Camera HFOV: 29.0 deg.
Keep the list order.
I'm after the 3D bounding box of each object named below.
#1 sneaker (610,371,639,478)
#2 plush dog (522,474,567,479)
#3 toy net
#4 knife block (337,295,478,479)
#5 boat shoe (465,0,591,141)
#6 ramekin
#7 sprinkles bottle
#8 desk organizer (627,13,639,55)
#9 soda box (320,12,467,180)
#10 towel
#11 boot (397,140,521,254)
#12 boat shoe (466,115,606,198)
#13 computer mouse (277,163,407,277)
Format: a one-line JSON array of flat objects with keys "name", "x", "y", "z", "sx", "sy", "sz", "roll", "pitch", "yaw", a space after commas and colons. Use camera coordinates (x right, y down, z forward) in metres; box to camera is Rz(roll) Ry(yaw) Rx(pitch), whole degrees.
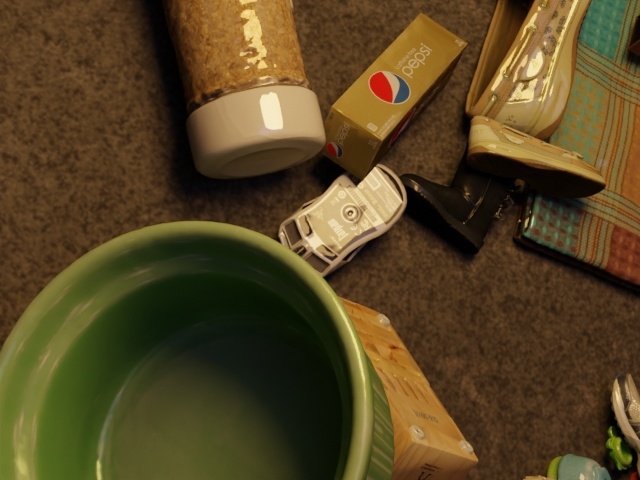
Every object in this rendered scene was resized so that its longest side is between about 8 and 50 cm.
[{"name": "sneaker", "x": 0.330, "y": 0.188, "z": 1.210, "sx": 0.052, "sy": 0.058, "sz": 0.135, "roll": 3, "pitch": 63, "yaw": -64}, {"name": "plush dog", "x": 0.148, "y": 0.357, "z": 1.055, "sx": 0.225, "sy": 0.210, "sz": 0.262, "roll": -2, "pitch": 47, "yaw": -9}, {"name": "toy net", "x": 0.298, "y": 0.302, "z": 1.189, "sx": 0.122, "sy": 0.045, "sz": 0.232, "roll": -19, "pitch": 85, "yaw": -56}, {"name": "knife block", "x": 0.004, "y": 0.213, "z": 1.059, "sx": 0.088, "sy": 0.242, "sz": 0.276, "roll": 25, "pitch": 23, "yaw": -42}, {"name": "boat shoe", "x": 0.216, "y": -0.239, "z": 1.273, "sx": 0.089, "sy": 0.104, "sz": 0.285, "roll": 18, "pitch": 69, "yaw": -20}, {"name": "ramekin", "x": -0.089, "y": 0.151, "z": 0.936, "sx": 0.303, "sy": 0.148, "sz": 0.303, "roll": -6, "pitch": 69, "yaw": 16}, {"name": "sprinkles bottle", "x": -0.091, "y": -0.239, "z": 1.135, "sx": 0.121, "sy": 0.121, "sz": 0.355, "roll": -8, "pitch": 78, "yaw": -25}, {"name": "desk organizer", "x": 0.376, "y": -0.254, "z": 1.333, "sx": 0.050, "sy": 0.047, "sz": 0.130, "roll": 24, "pitch": 68, "yaw": -11}, {"name": "soda box", "x": 0.069, "y": -0.140, "z": 1.179, "sx": 0.058, "sy": 0.061, "sz": 0.181, "roll": 34, "pitch": 50, "yaw": 7}, {"name": "towel", "x": 0.358, "y": -0.123, "z": 1.336, "sx": 0.271, "sy": 0.040, "sz": 0.370, "roll": 21, "pitch": 68, "yaw": -15}, {"name": "boot", "x": 0.135, "y": -0.055, "z": 1.218, "sx": 0.121, "sy": 0.045, "sz": 0.099, "roll": 37, "pitch": 66, "yaw": -17}, {"name": "boat shoe", "x": 0.214, "y": -0.081, "z": 1.217, "sx": 0.153, "sy": 0.056, "sz": 0.048, "roll": 13, "pitch": 64, "yaw": -17}, {"name": "computer mouse", "x": 0.000, "y": 0.000, "z": 1.149, "sx": 0.193, "sy": 0.042, "sz": 0.106, "roll": -36, "pitch": 86, "yaw": -21}]
